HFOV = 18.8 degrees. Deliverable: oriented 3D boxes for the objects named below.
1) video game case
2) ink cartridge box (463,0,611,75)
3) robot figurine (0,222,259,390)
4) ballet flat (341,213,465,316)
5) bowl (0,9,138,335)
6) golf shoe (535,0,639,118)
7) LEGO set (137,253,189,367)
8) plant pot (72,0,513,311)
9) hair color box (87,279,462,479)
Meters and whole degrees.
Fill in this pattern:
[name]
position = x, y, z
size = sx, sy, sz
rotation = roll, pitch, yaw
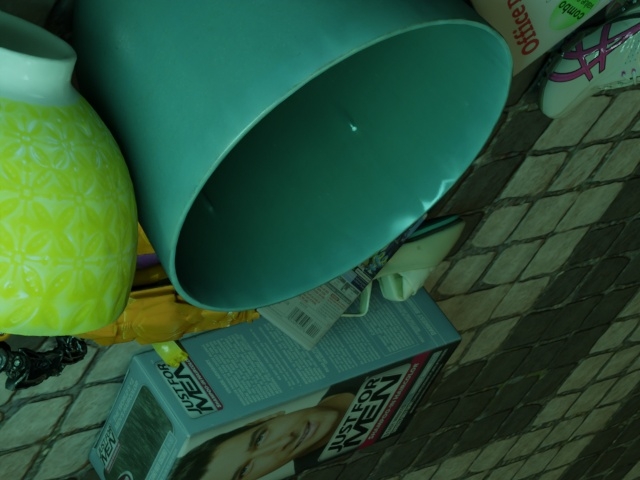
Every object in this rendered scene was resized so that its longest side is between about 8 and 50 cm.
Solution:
[video game case]
position = 0.000, 0.000, 1.849
size = 0.183, 0.023, 0.201
rotation = -49, 144, 0
[ink cartridge box]
position = 0.171, -0.303, 1.447
size = 0.270, 0.197, 0.198
rotation = -38, 155, 2
[robot figurine]
position = -0.185, 0.016, 1.590
size = 0.291, 0.085, 0.211
rotation = -7, 124, -24
[ballet flat]
position = 0.051, 0.034, 1.998
size = 0.248, 0.086, 0.086
rotation = -14, 147, -32
[bowl]
position = -0.239, -0.069, 1.272
size = 0.289, 0.289, 0.156
rotation = 1, 116, -53
[golf shoe]
position = 0.294, -0.182, 1.947
size = 0.186, 0.086, 0.067
rotation = -47, 155, 24
[LEGO set]
position = -0.147, 0.057, 1.777
size = 0.087, 0.093, 0.227
rotation = -40, 155, 7
[plant pot]
position = -0.046, -0.130, 1.419
size = 0.293, 0.235, 0.293
rotation = -30, 154, -16
[hair color box]
position = -0.046, 0.168, 2.075
size = 0.374, 0.113, 0.185
rotation = -16, 148, -36
